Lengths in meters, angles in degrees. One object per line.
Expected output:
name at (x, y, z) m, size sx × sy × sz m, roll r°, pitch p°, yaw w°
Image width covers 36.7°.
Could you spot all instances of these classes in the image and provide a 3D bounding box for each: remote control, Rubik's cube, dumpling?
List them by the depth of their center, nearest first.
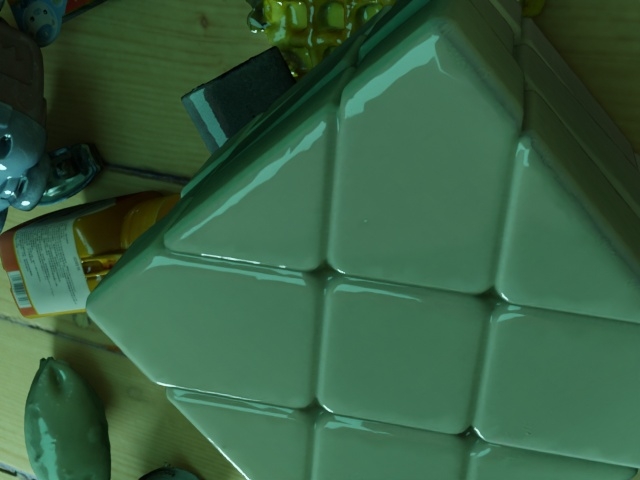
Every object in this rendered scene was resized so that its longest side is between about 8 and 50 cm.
Rubik's cube at (0.078, 0.013, 0.739) m, size 0.322 × 0.316 × 0.319 m, roll -37°, pitch 103°, yaw 23°
remote control at (0.000, 0.000, 0.953) m, size 0.107 × 0.044 × 0.378 m, roll -30°, pitch 102°, yaw -7°
dumpling at (-0.324, 0.254, 1.265) m, size 0.104 × 0.149 × 0.217 m, roll -21°, pitch 81°, yaw 5°

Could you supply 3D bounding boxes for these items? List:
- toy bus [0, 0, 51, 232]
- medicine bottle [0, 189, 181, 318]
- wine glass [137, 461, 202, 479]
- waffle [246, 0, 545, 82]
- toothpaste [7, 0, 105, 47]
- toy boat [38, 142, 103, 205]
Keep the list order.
toy bus at (-0.425, -0.143, 1.106) m, size 0.294 × 0.197 × 0.232 m, roll -26°, pitch 54°, yaw 50°
medicine bottle at (-0.234, 0.011, 1.089) m, size 0.222 × 0.149 × 0.112 m, roll -9°, pitch 102°, yaw 32°
wine glass at (-0.255, 0.426, 1.259) m, size 0.143 × 0.143 × 0.321 m, roll 43°, pitch 120°, yaw 11°
waffle at (0.055, -0.248, 0.878) m, size 0.329 × 0.062 × 0.329 m, roll 12°, pitch 114°, yaw 29°
toothpaste at (-0.261, -0.274, 1.070) m, size 0.193 × 0.044 × 0.070 m, roll -15°, pitch 101°, yaw 34°
toy boat at (-0.324, -0.074, 1.165) m, size 0.140 × 0.066 × 0.059 m, roll -21°, pitch 99°, yaw 35°
